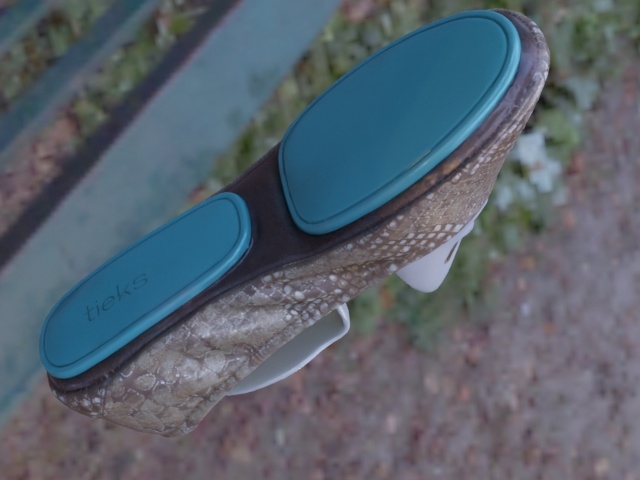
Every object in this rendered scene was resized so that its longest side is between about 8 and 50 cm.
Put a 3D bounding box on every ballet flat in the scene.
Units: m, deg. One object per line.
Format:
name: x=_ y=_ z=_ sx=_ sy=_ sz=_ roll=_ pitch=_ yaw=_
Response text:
ballet flat: x=0.000 y=0.000 z=0.625 sx=0.067 sy=0.206 sz=0.073 roll=38 pitch=30 yaw=-37
